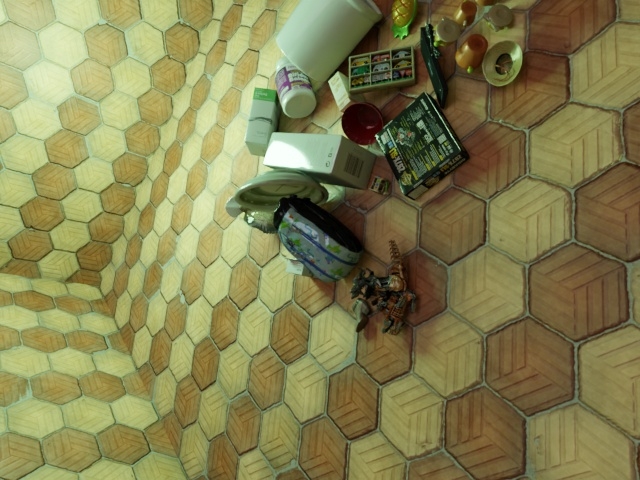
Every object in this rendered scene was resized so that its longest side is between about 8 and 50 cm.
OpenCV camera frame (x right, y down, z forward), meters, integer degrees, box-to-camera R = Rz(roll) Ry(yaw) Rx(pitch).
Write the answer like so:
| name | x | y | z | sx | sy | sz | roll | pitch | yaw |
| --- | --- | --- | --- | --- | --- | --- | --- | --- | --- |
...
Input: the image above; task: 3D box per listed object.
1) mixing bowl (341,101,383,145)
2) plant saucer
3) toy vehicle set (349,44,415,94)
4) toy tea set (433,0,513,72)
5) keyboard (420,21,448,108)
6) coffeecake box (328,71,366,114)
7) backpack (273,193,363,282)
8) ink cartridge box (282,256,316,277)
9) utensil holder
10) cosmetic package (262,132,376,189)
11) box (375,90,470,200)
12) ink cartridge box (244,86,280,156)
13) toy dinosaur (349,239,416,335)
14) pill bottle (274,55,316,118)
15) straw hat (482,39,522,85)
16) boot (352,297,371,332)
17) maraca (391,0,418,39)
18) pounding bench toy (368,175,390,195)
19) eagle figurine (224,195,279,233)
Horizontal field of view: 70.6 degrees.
| name | x | y | z | sx | sy | sz | roll | pitch | yaw |
| --- | --- | --- | --- | --- | --- | --- | --- | --- | --- |
| mixing bowl | 0.185 | -0.495 | 1.861 | 0.181 | 0.181 | 0.098 | -23 | 23 | 38 |
| plant saucer | -0.165 | -0.220 | 1.932 | 0.400 | 0.400 | 0.101 | -15 | 72 | 41 |
| toy vehicle set | 0.249 | -0.694 | 1.844 | 0.266 | 0.035 | 0.166 | -5 | 73 | 16 |
| toy tea set | 0.541 | -0.748 | 1.589 | 0.200 | 0.124 | 0.336 | 40 | 79 | 6 |
| keyboard | 0.418 | -0.663 | 1.660 | 0.033 | 0.201 | 0.317 | -14 | 65 | 6 |
| coffeecake box | 0.127 | -0.616 | 1.948 | 0.068 | 0.142 | 0.185 | -38 | 54 | 33 |
| backpack | 0.000 | 0.000 | 1.804 | 0.355 | 0.290 | 0.273 | 24 | 97 | 20 |
| ink cartridge box | -0.070 | 0.118 | 1.899 | 0.104 | 0.180 | 0.060 | 5 | 82 | 46 |
| utensil holder | 0.029 | -0.963 | 2.021 | 0.385 | 0.327 | 0.328 | -42 | 52 | 29 |
| cosmetic package | -0.014 | -0.347 | 1.949 | 0.453 | 0.230 | 0.161 | 16 | 89 | 45 |
| box | 0.368 | -0.353 | 1.681 | 0.257 | 0.079 | 0.322 | -41 | 53 | 31 |
| ink cartridge box | -0.289 | -0.591 | 2.292 | 0.121 | 0.211 | 0.289 | 9 | 82 | 2 |
| toy dinosaur | 0.245 | 0.171 | 1.632 | 0.218 | 0.164 | 0.322 | 2 | 61 | 30 |
| pill bottle | -0.132 | -0.764 | 2.229 | 0.169 | 0.169 | 0.301 | -36 | 56 | 32 |
| straw hat | 0.620 | -0.587 | 1.513 | 0.144 | 0.061 | 0.144 | 7 | 100 | 46 |
| boot | 0.149 | 0.283 | 1.741 | 0.118 | 0.042 | 0.087 | -61 | 39 | 11 |
| maraca | 0.343 | -0.932 | 1.867 | 0.127 | 0.099 | 0.186 | 46 | 136 | 44 |
| pounding bench toy | 0.245 | -0.215 | 1.779 | 0.083 | 0.052 | 0.065 | 28 | 98 | 45 |
| eagle figurine | -0.291 | -0.170 | 2.203 | 0.298 | 0.226 | 0.225 | 12 | 67 | 51 |
